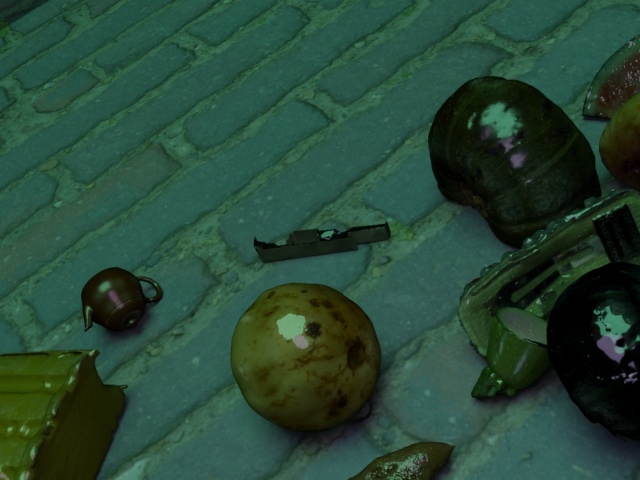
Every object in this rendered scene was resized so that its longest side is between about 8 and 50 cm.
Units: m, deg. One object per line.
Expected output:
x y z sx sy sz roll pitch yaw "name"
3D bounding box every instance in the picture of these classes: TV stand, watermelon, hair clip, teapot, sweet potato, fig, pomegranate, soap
0.000 0.000 1.425 0.249 0.036 0.042 -8 43 17 "TV stand"
0.554 -0.278 1.393 0.207 0.136 0.202 -39 36 6 "watermelon"
0.335 0.042 1.176 0.321 0.138 0.091 -31 12 -6 "hair clip"
-0.358 0.113 1.437 0.116 0.116 0.173 22 32 39 "teapot"
0.084 0.316 1.054 0.206 0.060 0.068 -31 10 8 "sweet potato"
0.544 -0.197 1.278 0.159 0.159 0.257 10 59 33 "fig"
-0.026 0.164 1.153 0.215 0.215 0.215 -13 43 13 "pomegranate"
-0.509 0.321 1.251 0.335 0.156 0.293 -5 48 20 "soap"

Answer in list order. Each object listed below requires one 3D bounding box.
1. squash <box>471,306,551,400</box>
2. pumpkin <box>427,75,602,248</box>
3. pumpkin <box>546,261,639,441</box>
0.262 0.172 1.094 0.105 0.132 0.105 17 19 -6 "squash"
0.316 -0.159 1.304 0.242 0.232 0.325 -35 46 -15 "pumpkin"
0.387 0.134 0.974 0.163 0.233 0.233 -53 24 39 "pumpkin"
